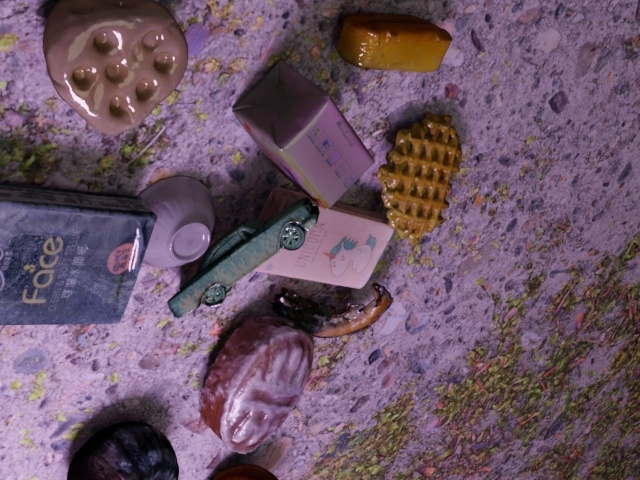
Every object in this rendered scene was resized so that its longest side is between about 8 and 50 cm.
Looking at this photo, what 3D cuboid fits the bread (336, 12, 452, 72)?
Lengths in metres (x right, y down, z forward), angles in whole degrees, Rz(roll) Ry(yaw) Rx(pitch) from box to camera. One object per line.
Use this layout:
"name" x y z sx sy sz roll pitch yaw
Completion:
"bread" 0.142 -0.377 1.737 0.245 0.102 0.094 -5 129 -36

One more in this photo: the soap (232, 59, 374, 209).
"soap" -0.030 -0.188 1.659 0.138 0.182 0.199 -45 137 -5

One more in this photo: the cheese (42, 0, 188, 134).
"cheese" -0.317 -0.274 1.403 0.235 0.117 0.218 4 117 -43

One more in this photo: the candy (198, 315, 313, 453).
"candy" -0.136 0.294 1.932 0.214 0.157 0.289 19 100 -51

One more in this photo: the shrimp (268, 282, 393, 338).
"shrimp" 0.032 0.140 1.975 0.222 0.054 0.290 -29 145 29

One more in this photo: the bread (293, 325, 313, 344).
"bread" -0.069 0.289 2.076 0.193 0.036 0.112 -54 139 4

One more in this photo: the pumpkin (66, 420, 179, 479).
"pumpkin" -0.393 0.474 1.835 0.233 0.163 0.233 -33 140 -33

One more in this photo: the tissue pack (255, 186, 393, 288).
"tissue pack" 0.000 0.000 1.901 0.325 0.071 0.170 12 111 -44

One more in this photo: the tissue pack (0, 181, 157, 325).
"tissue pack" -0.448 0.027 1.514 0.315 0.103 0.228 4 115 -43

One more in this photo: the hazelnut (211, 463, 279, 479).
"hazelnut" -0.186 0.602 2.117 0.178 0.178 0.204 23 108 -47

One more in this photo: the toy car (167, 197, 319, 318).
"toy car" -0.144 0.025 1.704 0.320 0.141 0.097 -36 96 7

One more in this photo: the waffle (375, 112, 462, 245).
"waffle" 0.222 -0.134 1.971 0.291 0.051 0.291 -18 116 -40

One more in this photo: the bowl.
"bowl" -0.253 -0.014 1.666 0.189 0.086 0.189 -22 132 -27
